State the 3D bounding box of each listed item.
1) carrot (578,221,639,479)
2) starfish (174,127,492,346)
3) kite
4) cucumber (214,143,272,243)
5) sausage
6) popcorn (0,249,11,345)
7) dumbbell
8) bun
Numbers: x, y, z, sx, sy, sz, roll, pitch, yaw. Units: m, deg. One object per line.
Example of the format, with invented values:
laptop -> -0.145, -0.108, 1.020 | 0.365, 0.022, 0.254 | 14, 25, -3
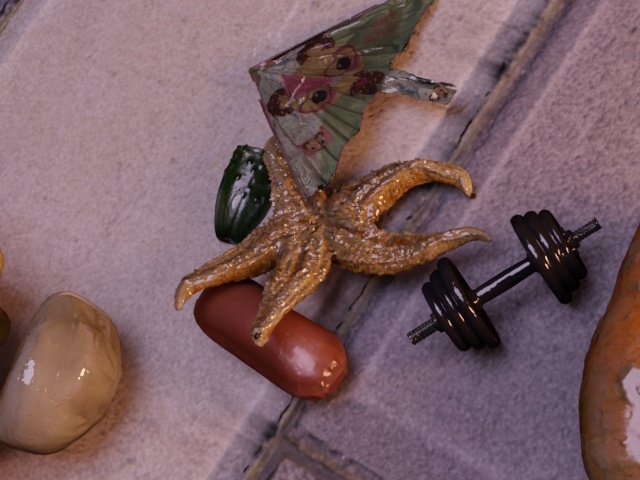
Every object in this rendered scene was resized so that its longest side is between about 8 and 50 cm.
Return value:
carrot -> 0.304, 0.090, 1.535 | 0.139, 0.139, 0.302 | 2, 60, 28
starfish -> 0.001, 0.003, 1.748 | 0.302, 0.060, 0.299 | -40, 48, -20
kite -> 0.029, -0.166, 1.841 | 0.268, 0.013, 0.323 | 8, 57, 35
cucumber -> -0.084, -0.050, 1.857 | 0.067, 0.035, 0.107 | 12, 73, 30
sausage -> -0.050, 0.096, 1.743 | 0.194, 0.077, 0.077 | 32, 83, 34
popcorn -> -0.507, 0.095, 1.807 | 0.354, 0.390, 0.344 | 32, 95, 0
dumbbell -> 0.172, 0.039, 1.641 | 0.208, 0.099, 0.099 | -32, 55, 8
bun -> -0.264, 0.143, 1.801 | 0.113, 0.166, 0.173 | 24, 84, -10
